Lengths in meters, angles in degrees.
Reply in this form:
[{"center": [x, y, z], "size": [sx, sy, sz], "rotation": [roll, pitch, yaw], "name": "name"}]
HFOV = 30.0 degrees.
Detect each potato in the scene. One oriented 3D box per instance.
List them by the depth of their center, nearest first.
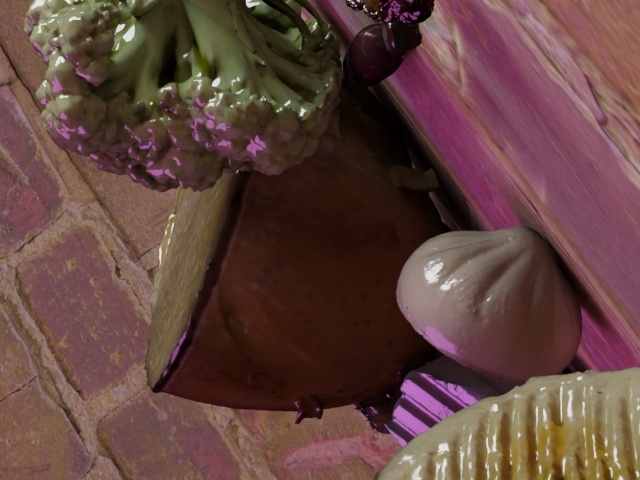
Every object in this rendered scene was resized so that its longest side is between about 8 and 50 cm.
[{"center": [0.000, 0.000, 1.345], "size": [0.319, 0.385, 0.442], "rotation": [18, -155, -17], "name": "potato"}]

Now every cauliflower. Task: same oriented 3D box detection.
[{"center": [-0.130, -0.167, 0.957], "size": [0.327, 0.260, 0.281], "rotation": [19, 152, 41], "name": "cauliflower"}]

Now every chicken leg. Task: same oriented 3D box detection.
[{"center": [0.022, -0.156, 0.626], "size": [0.145, 0.037, 0.062], "rotation": [-124, 20, -52], "name": "chicken leg"}]

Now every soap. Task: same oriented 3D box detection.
[{"center": [0.189, 0.199, 1.212], "size": [0.230, 0.091, 0.145], "rotation": [37, 135, 24], "name": "soap"}]

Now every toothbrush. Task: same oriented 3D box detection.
[{"center": [0.041, -0.137, 0.862], "size": [0.041, 0.041, 0.364], "rotation": [55, -178, -5], "name": "toothbrush"}]

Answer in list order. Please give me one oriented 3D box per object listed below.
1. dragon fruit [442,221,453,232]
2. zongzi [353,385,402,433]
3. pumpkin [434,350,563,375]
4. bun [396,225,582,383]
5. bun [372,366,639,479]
[{"center": [0.167, 0.032, 1.549], "size": [0.161, 0.120, 0.127], "rotation": [30, 132, 14], "name": "dragon fruit"}, {"center": [0.127, 0.125, 1.671], "size": [0.125, 0.250, 0.274], "rotation": [75, 169, -45], "name": "zongzi"}, {"center": [0.224, 0.185, 1.337], "size": [0.190, 0.139, 0.280], "rotation": [54, 180, -26], "name": "pumpkin"}, {"center": [0.129, 0.032, 0.853], "size": [0.138, 0.094, 0.138], "rotation": [19, -159, -8], "name": "bun"}, {"center": [0.111, 0.162, 0.485], "size": [0.244, 0.243, 0.153], "rotation": [-122, 14, -61], "name": "bun"}]
